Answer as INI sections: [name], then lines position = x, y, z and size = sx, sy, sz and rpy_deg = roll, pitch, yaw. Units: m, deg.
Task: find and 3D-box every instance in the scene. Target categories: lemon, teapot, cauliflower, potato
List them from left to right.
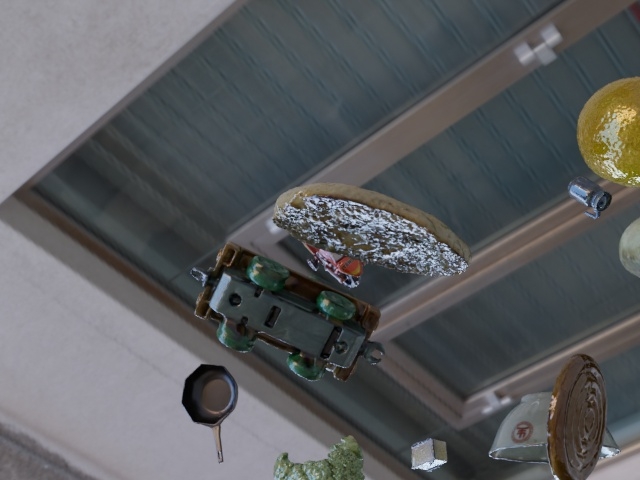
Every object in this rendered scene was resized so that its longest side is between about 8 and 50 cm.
[cauliflower]
position = 0.027, 0.603, 2.156
size = 0.250, 0.275, 0.272
rpy_deg = -45, -54, -36
[potato]
position = 0.327, 0.645, 2.595
size = 0.061, 0.122, 0.086
rpy_deg = 14, -122, -25
[teapot]
position = 0.531, -0.086, 1.719
size = 0.049, 0.063, 0.083
rpy_deg = 15, -160, -41
[lemon]
position = 0.521, -0.176, 1.408
size = 0.187, 0.244, 0.186
rpy_deg = 0, -89, -29

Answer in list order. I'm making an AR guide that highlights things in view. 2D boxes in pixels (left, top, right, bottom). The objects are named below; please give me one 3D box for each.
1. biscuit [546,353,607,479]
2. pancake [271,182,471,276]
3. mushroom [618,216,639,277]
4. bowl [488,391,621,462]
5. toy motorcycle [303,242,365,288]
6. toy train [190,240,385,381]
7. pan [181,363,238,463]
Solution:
[biscuit]
position = 0.498, 0.345, 1.656
size = 0.262, 0.037, 0.261
rpy_deg = -6, -83, -52
[pancake]
position = 0.085, -0.011, 1.508
size = 0.356, 0.356, 0.065
rpy_deg = 31, -115, -41
[mushroom]
position = 0.913, 0.058, 2.127
size = 0.352, 0.260, 0.352
rpy_deg = 14, -165, -4
[bowl]
position = 0.615, 0.492, 2.295
size = 0.337, 0.337, 0.157
rpy_deg = 25, -122, -47
[toy motorcycle]
position = 0.001, 0.000, 2.228
size = 0.298, 0.089, 0.171
rpy_deg = 49, 160, 13
[toy train]
position = -0.064, 0.137, 1.784
size = 0.429, 0.178, 0.249
rpy_deg = 25, -168, -6
[pan]
position = -0.237, 0.369, 1.851
size = 0.048, 0.128, 0.202
rpy_deg = 35, -119, -61
